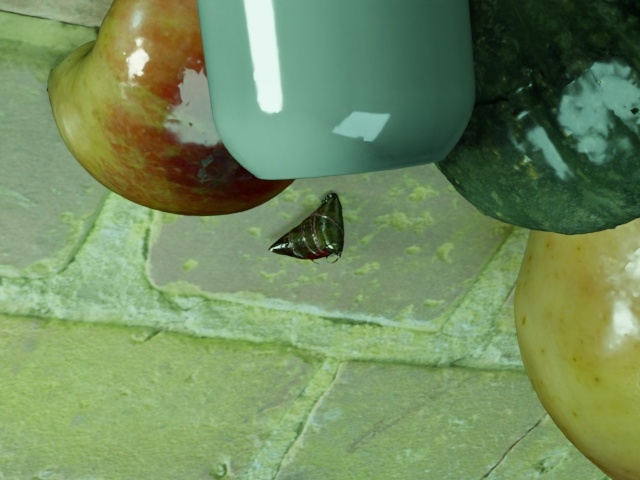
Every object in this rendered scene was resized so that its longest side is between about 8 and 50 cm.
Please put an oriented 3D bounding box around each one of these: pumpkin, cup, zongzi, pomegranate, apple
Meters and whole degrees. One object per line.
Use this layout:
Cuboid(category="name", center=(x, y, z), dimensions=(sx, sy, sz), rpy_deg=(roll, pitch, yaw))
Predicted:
Cuboid(category="pumpkin", center=(0.199, -0.173, 1.447), dimensions=(0.291, 0.327, 0.257), rpy_deg=(-38, 129, 12))
Cuboid(category="cup", center=(0.004, -0.207, 1.278), dimensions=(0.205, 0.205, 0.312), rpy_deg=(-8, 96, -17))
Cuboid(category="zongzi", center=(0.000, 0.000, 1.780), dimensions=(0.083, 0.067, 0.073), rpy_deg=(-23, 156, 30))
Cuboid(category="pomegranate", center=(0.392, 0.071, 1.794), dimensions=(0.411, 0.411, 0.411), rpy_deg=(-13, 139, -11))
Cuboid(category="apple", center=(-0.085, -0.122, 1.507), dimensions=(0.251, 0.163, 0.293), rpy_deg=(13, 130, -33))
